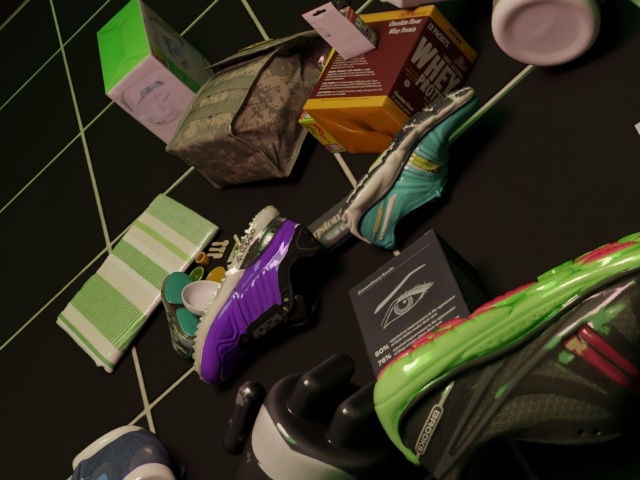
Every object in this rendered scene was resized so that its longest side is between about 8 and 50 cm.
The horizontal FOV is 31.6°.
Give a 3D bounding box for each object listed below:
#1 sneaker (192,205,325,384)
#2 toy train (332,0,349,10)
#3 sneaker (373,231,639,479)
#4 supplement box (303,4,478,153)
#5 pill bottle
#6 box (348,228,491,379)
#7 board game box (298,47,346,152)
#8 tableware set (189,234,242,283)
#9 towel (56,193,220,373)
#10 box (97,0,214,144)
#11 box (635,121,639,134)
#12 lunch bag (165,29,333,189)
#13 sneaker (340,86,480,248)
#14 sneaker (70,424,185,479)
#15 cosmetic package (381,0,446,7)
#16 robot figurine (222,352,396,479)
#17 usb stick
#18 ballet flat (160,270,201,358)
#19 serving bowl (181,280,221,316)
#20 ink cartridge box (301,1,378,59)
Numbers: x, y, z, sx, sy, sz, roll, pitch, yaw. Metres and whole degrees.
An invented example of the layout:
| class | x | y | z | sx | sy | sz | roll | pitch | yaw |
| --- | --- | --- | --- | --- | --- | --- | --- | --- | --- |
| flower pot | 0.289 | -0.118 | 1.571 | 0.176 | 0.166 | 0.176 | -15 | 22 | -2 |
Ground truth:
| class | x | y | z | sx | sy | sz | roll | pitch | yaw |
| --- | --- | --- | --- | --- | --- | --- | --- | --- | --- |
| sneaker | -0.084 | 0.107 | 1.725 | 0.146 | 0.102 | 0.293 | 27 | 99 | 17 |
| toy train | 0.069 | -0.501 | 2.187 | 0.158 | 0.027 | 0.036 | -52 | 24 | -3 |
| sneaker | 0.300 | 0.127 | 1.256 | 0.483 | 0.202 | 0.185 | -27 | -1 | 10 |
| supplement box | 0.113 | -0.255 | 1.820 | 0.191 | 0.129 | 0.194 | 5 | 62 | 50 |
| pill bottle | 0.334 | -0.397 | 1.662 | 0.153 | 0.153 | 0.265 | -21 | 44 | 35 |
| box | 0.143 | 0.114 | 1.465 | 0.153 | 0.108 | 0.207 | -37 | 36 | 18 |
| board game box | 0.038 | -0.250 | 1.929 | 0.043 | 0.092 | 0.181 | -2 | 57 | 45 |
| tableware set | -0.168 | 0.038 | 1.947 | 0.154 | 0.024 | 0.104 | 0 | 58 | 47 |
| towel | -0.341 | 0.071 | 2.097 | 0.325 | 0.038 | 0.248 | -52 | 36 | -6 |
| box | -0.318 | -0.322 | 2.264 | 0.127 | 0.231 | 0.262 | -39 | 36 | 15 |
| box | 0.488 | -0.152 | 1.391 | 0.178 | 0.042 | 0.109 | -35 | 37 | 21 |
| lunch bag | -0.113 | -0.255 | 2.027 | 0.235 | 0.169 | 0.287 | -5 | 54 | 54 |
| sneaker | 0.145 | -0.109 | 1.675 | 0.275 | 0.110 | 0.107 | -51 | 8 | 7 |
| sneaker | -0.337 | 0.429 | 1.701 | 0.323 | 0.130 | 0.236 | -56 | 25 | 0 |
| cosmetic package | 0.201 | -0.447 | 1.821 | 0.238 | 0.107 | 0.127 | -11 | 28 | -24 |
| robot figurine | -0.009 | 0.272 | 1.379 | 0.209 | 0.173 | 0.278 | -116 | 40 | -51 |
| usb stick | 0.000 | 0.000 | 1.781 | 0.278 | 0.045 | 0.077 | -37 | 36 | 17 |
| ballet flat | -0.236 | 0.129 | 1.910 | 0.070 | 0.070 | 0.188 | -40 | 34 | 14 |
| serving bowl | -0.190 | 0.102 | 1.881 | 0.083 | 0.083 | 0.027 | -112 | 25 | -52 |
| ink cartridge box | 0.031 | -0.335 | 1.767 | 0.063 | 0.115 | 0.029 | -16 | 48 | 38 |
